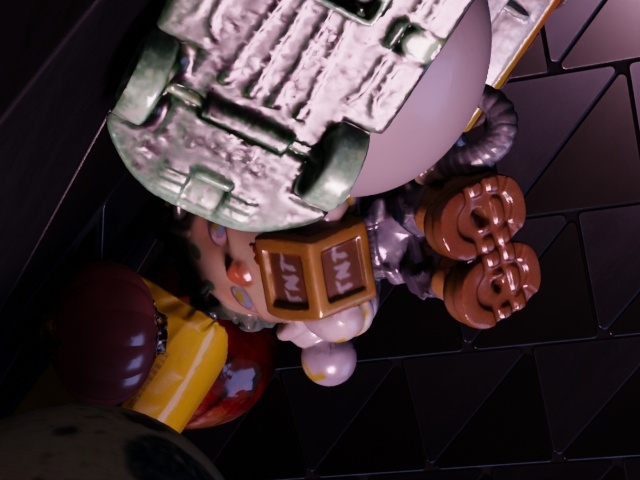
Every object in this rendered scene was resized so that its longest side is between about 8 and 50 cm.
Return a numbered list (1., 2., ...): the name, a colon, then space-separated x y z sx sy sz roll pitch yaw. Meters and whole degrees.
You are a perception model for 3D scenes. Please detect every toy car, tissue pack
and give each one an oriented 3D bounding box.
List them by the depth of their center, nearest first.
1. toy car: 0.003 -0.143 0.666 0.306 0.136 0.125 -55 -161 35
2. tissue pack: -0.200 0.165 1.094 0.271 0.134 0.192 -56 179 -13

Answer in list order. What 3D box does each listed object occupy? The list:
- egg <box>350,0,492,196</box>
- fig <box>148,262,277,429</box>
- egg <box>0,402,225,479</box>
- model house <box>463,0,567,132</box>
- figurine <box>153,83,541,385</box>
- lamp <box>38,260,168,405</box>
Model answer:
1. egg: 0.021 -0.119 0.852 0.176 0.176 0.232 -56 173 -26
2. fig: -0.168 0.146 1.492 0.249 0.186 0.203 -48 -158 26
3. egg: -0.172 0.258 0.770 0.287 0.288 0.379 -56 -174 47
4. model house: 0.093 -0.214 1.200 0.224 0.198 0.215 -55 168 26
5. figurine: -0.001 0.004 1.077 0.186 0.261 0.382 -13 -168 -35
6. lamp: -0.160 0.068 0.953 0.107 0.092 0.107 -177 -90 -73
